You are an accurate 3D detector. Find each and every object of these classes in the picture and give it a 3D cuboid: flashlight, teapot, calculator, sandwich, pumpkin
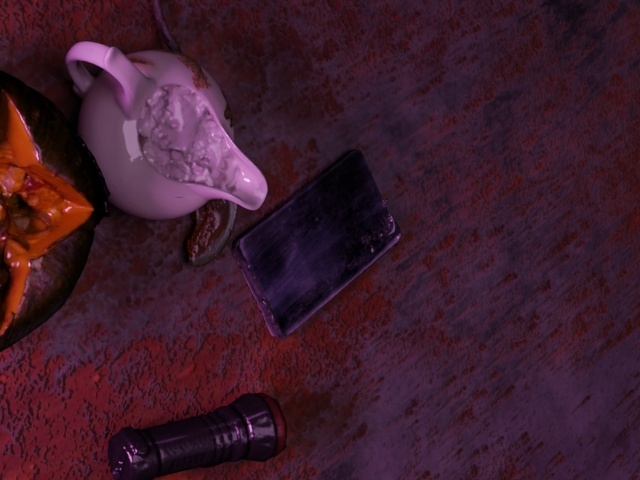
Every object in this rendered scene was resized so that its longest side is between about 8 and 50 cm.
[{"bbox_3d":[-0.154,0.254,1.750,0.232,0.093,0.093,-11,98,-35],"label":"flashlight"},{"bbox_3d":[-0.195,-0.132,1.665,0.298,0.139,0.204,36,71,-35],"label":"teapot"},{"bbox_3d":[0.000,0.000,1.906,0.261,0.021,0.161,-38,114,-33],"label":"calculator"},{"bbox_3d":[-0.138,-0.031,1.784,0.067,0.029,0.135,9,85,-40],"label":"sandwich"},{"bbox_3d":[-0.383,-0.032,1.475,0.320,0.192,0.321,-5,98,-42],"label":"pumpkin"}]

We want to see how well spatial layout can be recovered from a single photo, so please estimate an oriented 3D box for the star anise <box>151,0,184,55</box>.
[{"bbox_3d":[-0.178,-0.377,1.706,0.227,0.148,0.219,77,11,-46],"label":"star anise"}]
